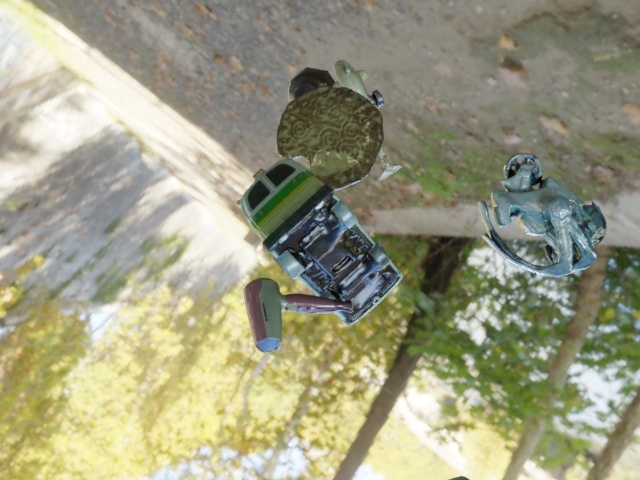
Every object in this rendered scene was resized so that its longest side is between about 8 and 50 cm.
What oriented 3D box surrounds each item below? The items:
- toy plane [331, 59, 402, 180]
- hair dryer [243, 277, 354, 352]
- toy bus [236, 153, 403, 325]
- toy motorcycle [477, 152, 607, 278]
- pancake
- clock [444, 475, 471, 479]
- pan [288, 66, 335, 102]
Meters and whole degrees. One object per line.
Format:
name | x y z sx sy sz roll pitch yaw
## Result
toy plane | 0.101 -0.268 1.830 0.287 0.092 0.108 61 173 -14
hair dryer | -0.028 0.099 1.178 0.054 0.154 0.106 96 163 -49
toy bus | 0.000 0.000 1.270 0.165 0.133 0.276 48 180 40
toy motorcycle | 0.451 -0.038 1.699 0.260 0.206 0.154 39 178 1
pancake | 0.020 -0.209 1.655 0.235 0.212 0.029 52 -175 21
clock | 0.279 0.623 1.618 0.094 0.274 0.223 -8 -144 -30
pan | -0.026 -0.322 2.042 0.128 0.202 0.048 13 -155 17
